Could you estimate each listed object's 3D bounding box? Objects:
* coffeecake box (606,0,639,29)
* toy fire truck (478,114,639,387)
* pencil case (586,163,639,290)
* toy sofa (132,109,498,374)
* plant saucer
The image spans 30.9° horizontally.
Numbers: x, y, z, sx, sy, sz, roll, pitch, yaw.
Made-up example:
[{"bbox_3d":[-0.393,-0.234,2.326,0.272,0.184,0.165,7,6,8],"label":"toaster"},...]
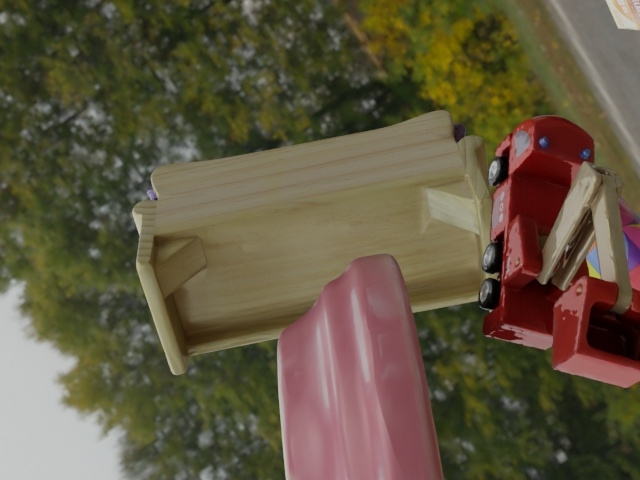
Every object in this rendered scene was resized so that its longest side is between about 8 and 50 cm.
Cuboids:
[{"bbox_3d":[0.477,-0.342,1.548,0.185,0.068,0.142,14,160,36],"label":"coffeecake box"},{"bbox_3d":[0.140,-0.001,0.665,0.135,0.047,0.192,129,153,-61],"label":"toy fire truck"},{"bbox_3d":[0.271,0.014,1.077,0.236,0.104,0.104,58,-175,32],"label":"pencil case"},{"bbox_3d":[0.000,0.000,1.188,0.177,0.362,0.150,-98,-4,-55],"label":"toy sofa"},{"bbox_3d":[0.028,0.177,0.724,0.332,0.084,0.332,173,90,-89],"label":"plant saucer"}]
